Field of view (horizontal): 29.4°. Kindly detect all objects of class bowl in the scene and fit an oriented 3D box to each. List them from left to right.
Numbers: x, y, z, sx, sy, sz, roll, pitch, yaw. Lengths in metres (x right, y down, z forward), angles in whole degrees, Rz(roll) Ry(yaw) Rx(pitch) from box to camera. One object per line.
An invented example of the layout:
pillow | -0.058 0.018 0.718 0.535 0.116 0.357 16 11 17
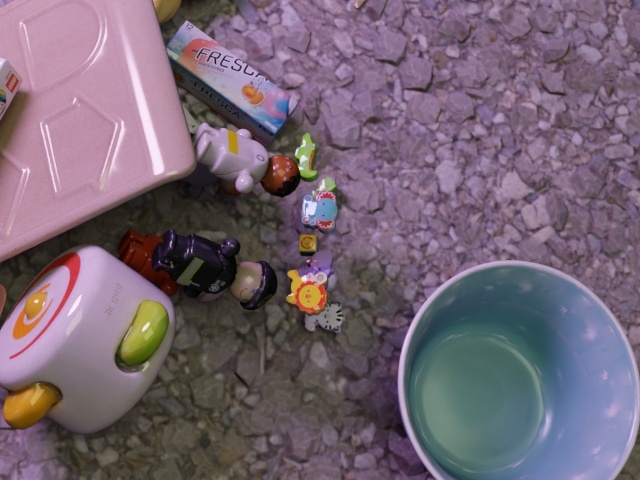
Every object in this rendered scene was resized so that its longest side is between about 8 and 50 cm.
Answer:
bowl | 0.220 0.193 1.519 0.311 0.163 0.312 4 75 -14

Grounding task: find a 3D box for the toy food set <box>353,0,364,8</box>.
toy food set | 0.022 -0.381 1.692 0.122 0.019 0.078 38 70 -2

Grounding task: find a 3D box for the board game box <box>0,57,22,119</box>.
board game box | -0.520 -0.155 1.407 0.305 0.053 0.193 17 70 19

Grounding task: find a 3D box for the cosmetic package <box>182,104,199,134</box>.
cosmetic package | -0.263 -0.203 1.550 0.099 0.060 0.239 -37 87 -21

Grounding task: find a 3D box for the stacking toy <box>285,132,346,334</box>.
stacking toy | 0.000 0.000 1.507 0.052 0.167 0.221 0 74 8

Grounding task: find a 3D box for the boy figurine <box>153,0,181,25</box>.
boy figurine | -0.181 -0.388 1.602 0.177 0.092 0.285 31 72 -30

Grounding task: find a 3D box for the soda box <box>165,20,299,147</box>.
soda box | -0.122 -0.202 1.585 0.183 0.063 0.058 35 70 -4

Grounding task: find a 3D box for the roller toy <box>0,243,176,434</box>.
roller toy | -0.275 0.109 1.383 0.146 0.191 0.209 39 99 -26

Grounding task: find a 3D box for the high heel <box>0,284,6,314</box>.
high heel | -0.450 0.140 1.425 0.082 0.117 0.244 19 92 -41

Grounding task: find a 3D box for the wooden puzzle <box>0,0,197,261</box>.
wooden puzzle | -0.329 -0.139 1.435 0.347 0.080 0.322 -22 65 9

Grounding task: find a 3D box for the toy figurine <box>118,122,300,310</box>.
toy figurine | -0.125 -0.028 1.449 0.148 0.213 0.210 22 79 -25
